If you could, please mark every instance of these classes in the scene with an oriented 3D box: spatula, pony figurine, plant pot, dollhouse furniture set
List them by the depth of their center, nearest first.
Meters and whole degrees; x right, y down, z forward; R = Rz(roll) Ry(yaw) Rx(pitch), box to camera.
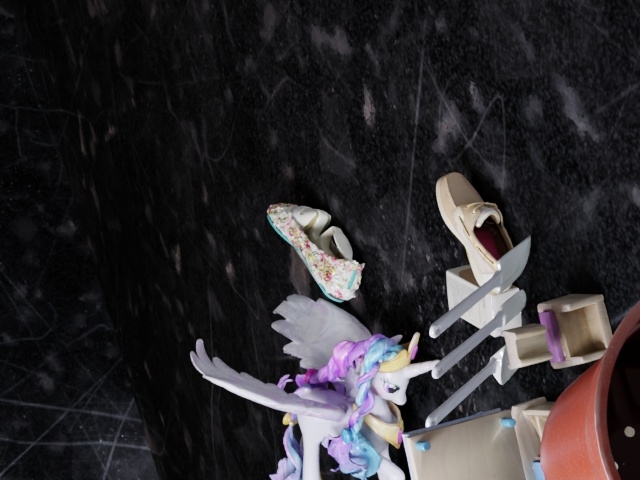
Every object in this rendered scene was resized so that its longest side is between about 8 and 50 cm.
[{"bbox_3d":[0.334,0.187,1.346,0.265,0.272,0.272,123,130,-71],"label":"plant pot"},{"bbox_3d":[0.178,0.236,1.670,0.198,0.303,0.286,-15,89,68],"label":"dollhouse furniture set"},{"bbox_3d":[0.188,0.113,1.696,0.019,0.242,0.168,17,121,28],"label":"spatula"},{"bbox_3d":[0.013,0.253,2.199,0.351,0.303,0.363,18,121,28],"label":"pony figurine"}]

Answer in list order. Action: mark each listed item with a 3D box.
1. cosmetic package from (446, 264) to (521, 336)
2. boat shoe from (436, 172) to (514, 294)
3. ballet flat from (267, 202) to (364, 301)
[{"bbox_3d":[0.205,0.075,1.857,0.115,0.041,0.060,-148,48,-60],"label":"cosmetic package"},{"bbox_3d":[0.199,-0.019,1.803,0.170,0.063,0.059,64,146,21],"label":"boat shoe"},{"bbox_3d":[0.000,0.000,2.291,0.077,0.091,0.241,-57,47,21],"label":"ballet flat"}]
